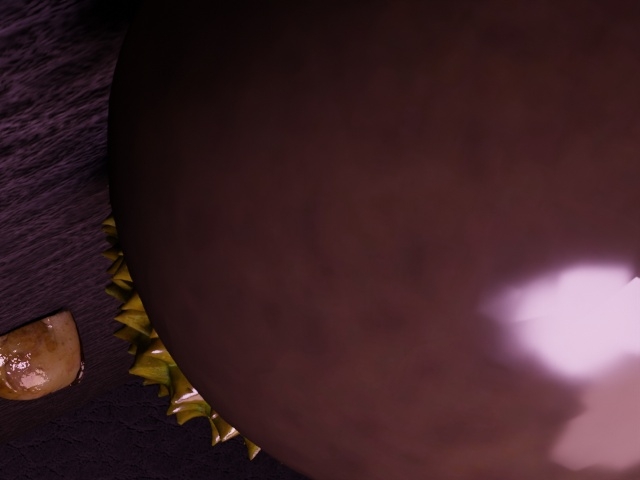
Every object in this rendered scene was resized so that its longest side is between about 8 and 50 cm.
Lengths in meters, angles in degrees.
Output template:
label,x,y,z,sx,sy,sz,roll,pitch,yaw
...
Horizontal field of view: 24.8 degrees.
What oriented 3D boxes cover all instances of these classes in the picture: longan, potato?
label,x,y,z,sx,sy,sz,roll,pitch,yaw
longan,0.064,-0.029,0.551,0.297,0.297,0.297,-28,175,-3
potato,-0.278,0.118,1.347,0.103,0.066,0.096,-22,168,-40

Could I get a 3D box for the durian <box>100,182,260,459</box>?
label,x,y,z,sx,sy,sz,roll,pitch,yaw
durian,-0.003,-0.001,0.843,0.291,0.225,0.291,-39,-153,24
